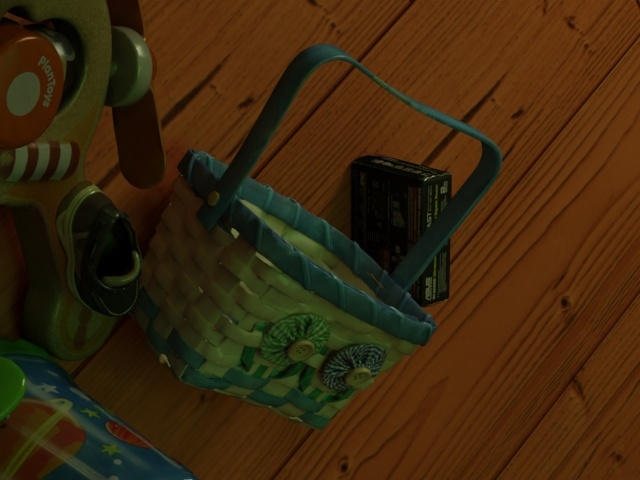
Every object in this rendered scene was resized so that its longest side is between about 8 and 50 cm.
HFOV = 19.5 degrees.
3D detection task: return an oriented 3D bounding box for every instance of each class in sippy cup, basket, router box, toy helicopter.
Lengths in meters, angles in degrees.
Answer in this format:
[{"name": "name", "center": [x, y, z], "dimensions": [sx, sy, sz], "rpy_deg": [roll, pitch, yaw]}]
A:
[{"name": "sippy cup", "center": [-0.199, 0.215, 1.377], "dimensions": [0.305, 0.224, 0.240], "rpy_deg": [21, 90, -55]}, {"name": "basket", "center": [0.000, 0.000, 1.526], "dimensions": [0.255, 0.201, 0.289], "rpy_deg": [24, 101, -44]}, {"name": "router box", "center": [0.072, -0.010, 1.680], "dimensions": [0.038, 0.092, 0.122], "rpy_deg": [-16, 114, -40]}, {"name": "toy helicopter", "center": [-0.199, -0.065, 1.406], "dimensions": [0.235, 0.140, 0.355], "rpy_deg": [-42, 139, -38]}]

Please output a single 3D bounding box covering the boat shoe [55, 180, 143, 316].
[{"name": "boat shoe", "center": [-0.157, 0.017, 1.378], "dimensions": [0.056, 0.049, 0.152], "rpy_deg": [-46, 153, -18]}]
